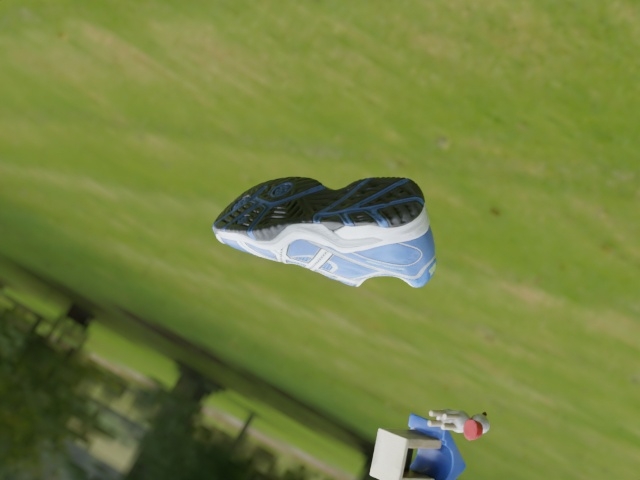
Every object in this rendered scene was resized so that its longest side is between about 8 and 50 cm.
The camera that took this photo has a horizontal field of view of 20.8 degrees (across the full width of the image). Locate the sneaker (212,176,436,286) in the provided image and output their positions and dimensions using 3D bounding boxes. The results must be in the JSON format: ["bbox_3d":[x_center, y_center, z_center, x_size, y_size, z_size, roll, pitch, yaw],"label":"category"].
[{"bbox_3d":[0.000,0.000,1.393,0.211,0.080,0.081,5,132,41],"label":"sneaker"}]

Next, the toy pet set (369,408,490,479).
[{"bbox_3d":[0.095,0.183,1.318,0.065,0.122,0.114,8,-175,-38],"label":"toy pet set"}]
